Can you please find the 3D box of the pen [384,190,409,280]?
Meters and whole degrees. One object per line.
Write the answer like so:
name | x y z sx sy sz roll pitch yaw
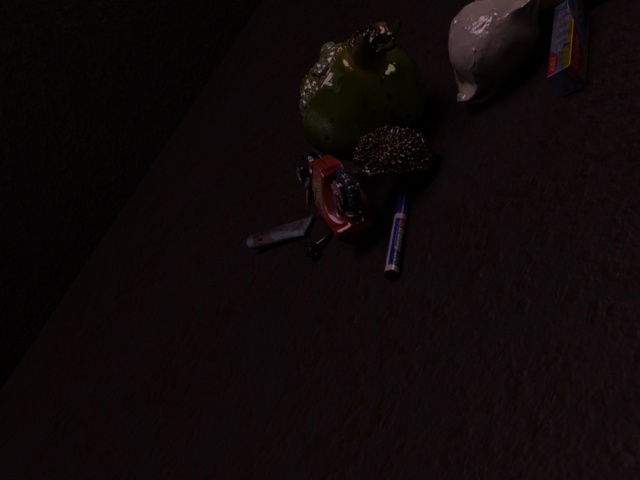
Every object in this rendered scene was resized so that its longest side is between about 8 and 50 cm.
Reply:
pen | 0.135 -0.013 1.435 0.025 0.025 0.204 -32 31 38

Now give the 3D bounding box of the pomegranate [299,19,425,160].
pomegranate | 0.085 -0.295 1.607 0.341 0.260 0.260 108 -174 -62

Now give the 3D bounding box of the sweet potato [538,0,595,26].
sweet potato | 0.407 -0.425 1.475 0.273 0.075 0.075 -6 50 55

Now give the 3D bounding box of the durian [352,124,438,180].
durian | 0.121 -0.162 1.495 0.188 0.091 0.148 -30 27 -36

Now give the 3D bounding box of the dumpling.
dumpling | 0.298 -0.368 1.479 0.193 0.147 0.258 -118 42 -52

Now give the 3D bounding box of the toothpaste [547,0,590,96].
toothpaste | 0.400 -0.326 1.344 0.044 0.070 0.193 -26 35 41

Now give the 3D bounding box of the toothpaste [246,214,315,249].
toothpaste | -0.089 -0.014 1.823 0.205 0.036 0.056 -16 40 47

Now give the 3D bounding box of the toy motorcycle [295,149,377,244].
toy motorcycle | 0.028 -0.081 1.561 0.089 0.171 0.298 -28 19 -6

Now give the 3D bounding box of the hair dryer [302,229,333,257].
hair dryer | 0.000 0.000 1.665 0.083 0.031 0.079 -37 16 -1
